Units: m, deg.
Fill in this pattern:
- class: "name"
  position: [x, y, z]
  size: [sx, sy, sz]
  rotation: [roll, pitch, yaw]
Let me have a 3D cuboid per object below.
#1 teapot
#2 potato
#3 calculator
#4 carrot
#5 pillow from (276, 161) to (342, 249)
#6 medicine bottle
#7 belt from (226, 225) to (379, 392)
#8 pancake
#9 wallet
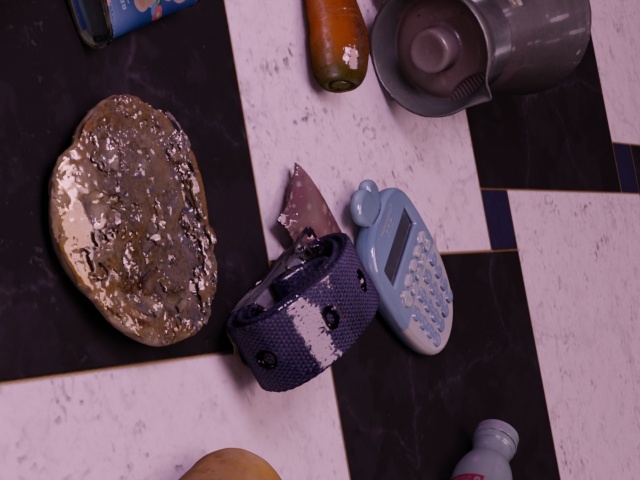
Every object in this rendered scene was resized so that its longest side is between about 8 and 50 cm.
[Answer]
- class: "teapot"
  position: [0.232, -0.339, 2.305]
  size: [0.300, 0.253, 0.344]
  rotation: [45, 35, 12]
- class: "potato"
  position: [-0.101, 0.321, 1.607]
  size: [0.234, 0.146, 0.150]
  rotation: [-49, 150, -54]
- class: "calculator"
  position: [0.115, 0.036, 2.140]
  size: [0.302, 0.042, 0.188]
  rotation: [56, 38, -32]
- class: "carrot"
  position: [0.022, -0.301, 2.074]
  size: [0.087, 0.087, 0.193]
  rotation: [18, 62, -55]
- class: "pillow"
  position: [0.000, 0.000, 1.964]
  size: [0.185, 0.043, 0.118]
  rotation: [57, 34, -30]
- class: "medicine bottle"
  position: [0.230, 0.354, 2.160]
  size: [0.090, 0.090, 0.216]
  rotation: [60, 34, -26]
- class: "belt"
  position: [-0.024, 0.076, 1.818]
  size: [0.126, 0.140, 0.230]
  rotation: [62, 37, -17]
- class: "pancake"
  position: [-0.196, -0.021, 1.649]
  size: [0.282, 0.049, 0.282]
  rotation: [29, 54, -51]
- class: "wallet"
  position: [-0.217, -0.311, 1.714]
  size: [0.202, 0.059, 0.141]
  rotation: [-39, 119, -54]
